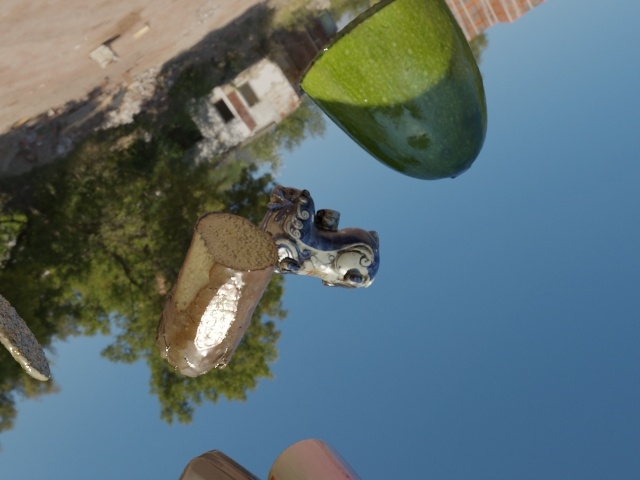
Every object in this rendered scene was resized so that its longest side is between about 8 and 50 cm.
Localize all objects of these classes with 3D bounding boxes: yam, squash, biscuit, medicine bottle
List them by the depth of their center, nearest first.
[{"bbox_3d":[-0.399,0.123,0.745,0.020,0.152,0.152,-33,-164,-18],"label":"biscuit"},{"bbox_3d":[-0.161,0.087,0.852,0.129,0.128,0.238,-100,-146,-58],"label":"yam"},{"bbox_3d":[0.165,-0.243,1.039,0.310,0.309,0.310,-34,179,-1],"label":"squash"},{"bbox_3d":[0.037,0.659,1.344,0.219,0.219,0.388,-39,-152,-14],"label":"medicine bottle"}]

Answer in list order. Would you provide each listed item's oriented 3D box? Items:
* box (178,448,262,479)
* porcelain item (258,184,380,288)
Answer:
[{"bbox_3d":[-0.036,0.296,0.511,0.103,0.244,0.055,-62,160,-1],"label":"box"},{"bbox_3d":[0.000,0.000,1.235,0.138,0.288,0.186,164,-61,-67],"label":"porcelain item"}]
